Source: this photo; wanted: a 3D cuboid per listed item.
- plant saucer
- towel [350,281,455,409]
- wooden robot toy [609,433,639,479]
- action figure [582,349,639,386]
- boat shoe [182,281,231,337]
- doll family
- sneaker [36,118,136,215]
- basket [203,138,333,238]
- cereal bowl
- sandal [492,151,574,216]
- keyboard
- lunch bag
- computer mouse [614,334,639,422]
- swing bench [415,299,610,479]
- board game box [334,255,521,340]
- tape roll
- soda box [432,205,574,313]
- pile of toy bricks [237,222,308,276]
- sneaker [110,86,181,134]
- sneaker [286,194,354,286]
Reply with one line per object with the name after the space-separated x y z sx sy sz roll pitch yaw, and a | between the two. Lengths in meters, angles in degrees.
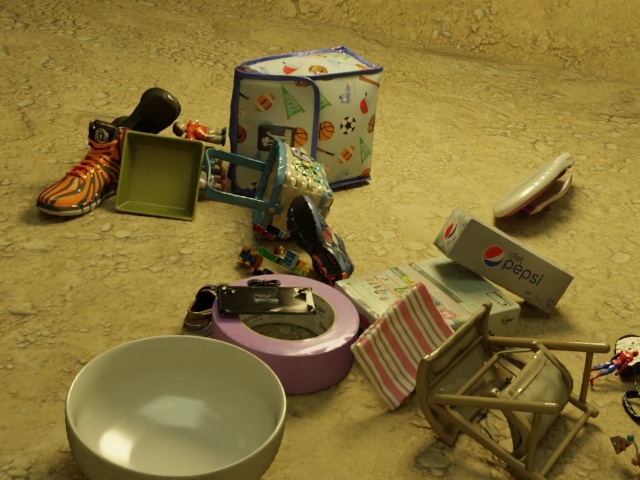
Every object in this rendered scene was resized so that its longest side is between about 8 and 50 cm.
-0.373 -0.150 2.252 0.188 0.189 0.045 8 -1 -2 | plant saucer
0.154 0.186 1.720 0.197 0.144 0.029 -42 15 -27 | towel
0.559 0.387 1.600 0.173 0.076 0.079 18 65 18 | wooden robot toy
0.560 0.240 1.843 0.115 0.030 0.038 -28 32 -5 | action figure
-0.211 0.123 1.877 0.066 0.066 0.183 13 29 9 | boat shoe
-0.325 -0.186 2.402 0.163 0.118 0.263 7 46 -13 | doll family
-0.540 -0.183 2.242 0.124 0.180 0.321 19 30 21 | sneaker
-0.127 -0.126 2.213 0.288 0.201 0.255 9 27 -14 | basket
-0.222 0.296 1.481 0.338 0.141 0.339 6 28 -3 | cereal bowl
0.580 -0.131 2.479 0.102 0.169 0.416 55 39 1 | sandal
-0.102 0.108 1.794 0.180 0.023 0.108 2 35 -11 | keyboard
-0.051 -0.291 2.407 0.385 0.328 0.239 -12 30 -33 | lunch bag
0.604 0.267 1.838 0.071 0.041 0.242 -11 32 18 | computer mouse
0.329 0.255 1.669 0.254 0.165 0.253 18 31 31 | swing bench
0.206 0.143 1.908 0.303 0.098 0.224 -10 32 -31 | board game box
-0.068 0.171 1.802 0.274 0.090 0.275 5 28 -3 | tape roll
0.381 0.041 1.999 0.286 0.098 0.091 27 10 -21 | soda box
-0.076 0.047 2.032 0.105 0.118 0.212 26 2 -40 | pile of toy bricks
-0.451 -0.274 2.404 0.109 0.286 0.130 38 45 -21 | sneaker
0.000 0.000 2.085 0.087 0.083 0.221 -8 68 -57 | sneaker
